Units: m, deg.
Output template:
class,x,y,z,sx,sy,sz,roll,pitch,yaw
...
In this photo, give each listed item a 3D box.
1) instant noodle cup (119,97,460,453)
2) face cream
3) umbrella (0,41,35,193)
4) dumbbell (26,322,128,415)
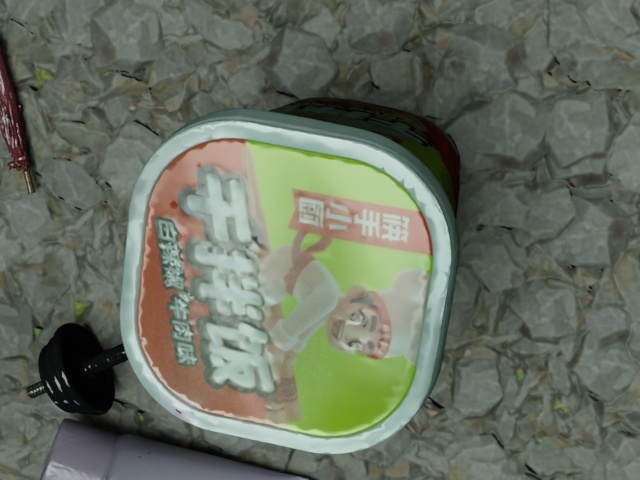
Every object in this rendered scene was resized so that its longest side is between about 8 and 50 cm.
class,x,y,z,sx,sy,sz,roll,pitch,yaw
instant noodle cup,0.000,0.000,1.287,0.293,0.308,0.294,3,106,12
face cream,-0.151,0.270,1.518,0.273,0.096,0.154,20,103,-6
umbrella,-0.309,-0.126,1.474,0.025,0.027,0.165,4,109,50
dumbbell,-0.203,0.114,1.475,0.208,0.099,0.099,-23,98,17
